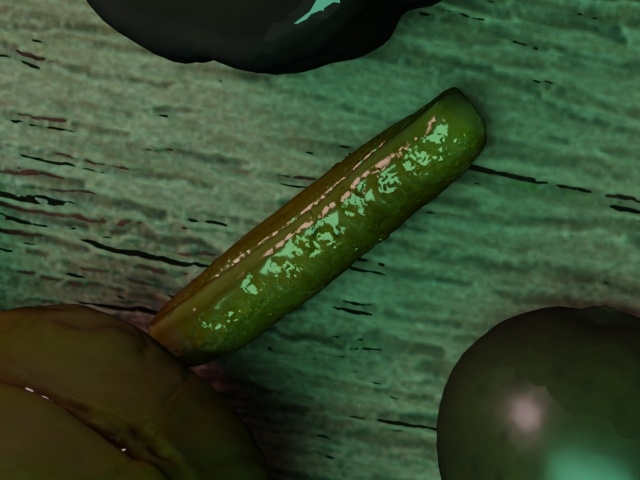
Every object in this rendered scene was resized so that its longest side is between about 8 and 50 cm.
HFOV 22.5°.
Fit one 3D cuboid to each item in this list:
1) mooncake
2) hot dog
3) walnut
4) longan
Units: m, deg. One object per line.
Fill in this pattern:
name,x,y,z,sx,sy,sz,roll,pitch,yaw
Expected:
mooncake,-0.033,-0.244,1.015,0.283,0.141,0.283,2,95,23
hot dog,-0.003,-0.002,1.086,0.286,0.088,0.061,-38,95,24
walnut,-0.211,0.225,1.046,0.398,0.354,0.308,-36,85,44
longan,0.177,0.141,0.999,0.220,0.196,0.197,19,106,7
